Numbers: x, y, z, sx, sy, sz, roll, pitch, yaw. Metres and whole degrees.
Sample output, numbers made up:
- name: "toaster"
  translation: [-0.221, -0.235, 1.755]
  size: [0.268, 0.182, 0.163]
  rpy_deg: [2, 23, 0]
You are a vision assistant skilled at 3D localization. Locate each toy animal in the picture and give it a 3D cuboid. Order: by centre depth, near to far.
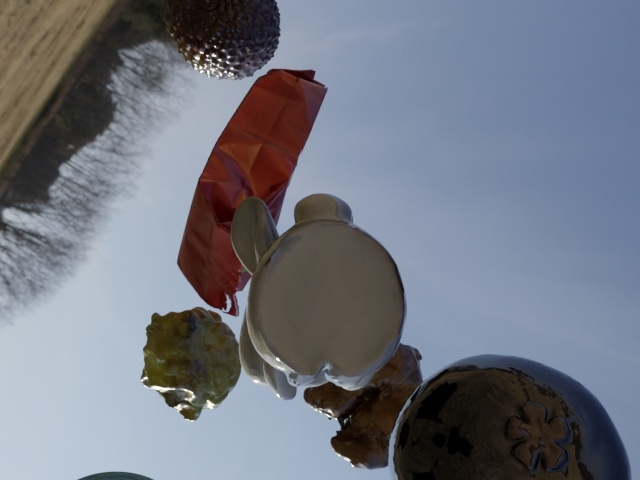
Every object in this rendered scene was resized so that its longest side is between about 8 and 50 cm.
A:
- name: "toy animal"
  translation: [-0.009, 0.044, 0.533]
  size: [0.193, 0.127, 0.178]
  rpy_deg: [172, -86, -81]

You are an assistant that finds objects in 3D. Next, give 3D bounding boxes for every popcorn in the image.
- name: "popcorn"
  translation: [-0.200, 0.178, 0.954]
  size: [0.142, 0.173, 0.173]
  rpy_deg: [-12, -131, 53]

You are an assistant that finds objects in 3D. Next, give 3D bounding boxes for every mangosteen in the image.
- name: "mangosteen"
  translation: [0.216, 0.284, 0.767]
  size: [0.302, 0.275, 0.275]
  rpy_deg: [96, 7, -53]

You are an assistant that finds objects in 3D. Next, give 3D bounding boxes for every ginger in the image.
- name: "ginger"
  translation: [0.115, 0.342, 1.402]
  size: [0.274, 0.152, 0.357]
  rpy_deg: [-36, -109, 10]

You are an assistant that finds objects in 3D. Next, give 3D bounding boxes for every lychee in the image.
- name: "lychee"
  translation: [-0.196, -0.448, 1.294]
  size: [0.236, 0.236, 0.271]
  rpy_deg: [-63, 163, -16]

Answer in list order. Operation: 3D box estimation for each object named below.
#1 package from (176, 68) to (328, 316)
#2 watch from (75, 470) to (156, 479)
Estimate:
- name: "package"
  translation: [-0.101, -0.093, 0.931]
  size: [0.196, 0.123, 0.423]
  rpy_deg: [113, -5, -46]
- name: "watch"
  translation: [-0.205, 0.339, 0.618]
  size: [0.211, 0.193, 0.211]
  rpy_deg: [-61, 173, -14]
